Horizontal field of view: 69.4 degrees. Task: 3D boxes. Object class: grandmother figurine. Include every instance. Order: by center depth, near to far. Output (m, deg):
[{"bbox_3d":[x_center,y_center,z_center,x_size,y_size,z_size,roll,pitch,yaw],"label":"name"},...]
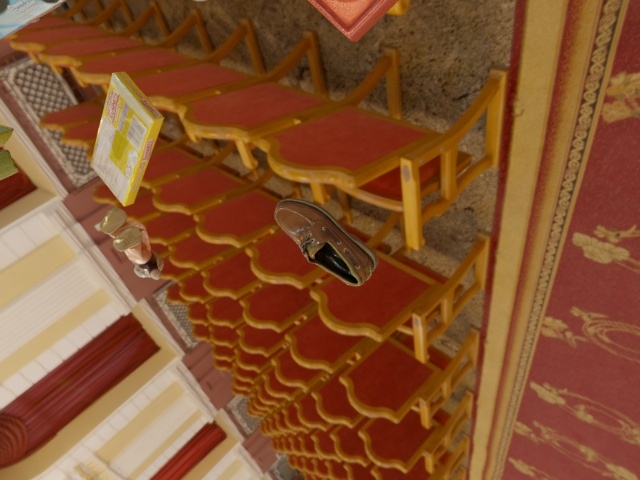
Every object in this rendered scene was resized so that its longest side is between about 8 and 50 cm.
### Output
[{"bbox_3d":[-0.526,0.033,1.347,0.207,0.104,0.342,57,164,11],"label":"grandmother figurine"}]

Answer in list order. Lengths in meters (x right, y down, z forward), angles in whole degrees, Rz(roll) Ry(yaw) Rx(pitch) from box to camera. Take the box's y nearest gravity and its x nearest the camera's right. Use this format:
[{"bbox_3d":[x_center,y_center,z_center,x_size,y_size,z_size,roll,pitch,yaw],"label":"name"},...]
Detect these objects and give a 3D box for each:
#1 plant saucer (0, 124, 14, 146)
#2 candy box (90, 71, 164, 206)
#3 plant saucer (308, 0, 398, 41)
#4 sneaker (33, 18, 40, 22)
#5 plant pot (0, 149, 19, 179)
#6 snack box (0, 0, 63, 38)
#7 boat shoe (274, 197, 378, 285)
[{"bbox_3d":[-0.925,-0.255,1.187,0.189,0.188,0.045,16,126,22],"label":"plant saucer"},{"bbox_3d":[-0.322,-0.158,0.757,0.105,0.027,0.206,50,132,11],"label":"candy box"},{"bbox_3d":[0.050,-0.557,0.938,0.258,0.047,0.259,36,146,-21],"label":"plant saucer"},{"bbox_3d":[-0.704,-0.570,1.136,0.038,0.098,0.069,54,-173,5],"label":"sneaker"},{"bbox_3d":[-0.697,-0.158,0.986,0.083,0.079,0.083,42,146,36],"label":"plant pot"},{"bbox_3d":[-0.542,-0.541,0.863,0.187,0.322,0.060,60,-169,-31],"label":"snack box"},{"bbox_3d":[0.000,0.000,1.164,0.307,0.104,0.110,32,130,11],"label":"boat shoe"}]
